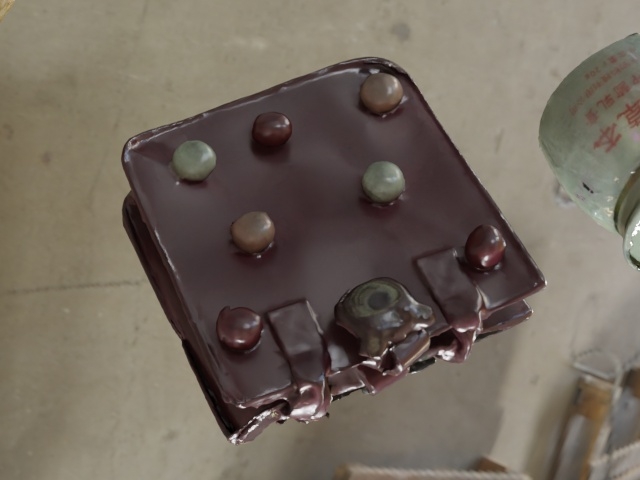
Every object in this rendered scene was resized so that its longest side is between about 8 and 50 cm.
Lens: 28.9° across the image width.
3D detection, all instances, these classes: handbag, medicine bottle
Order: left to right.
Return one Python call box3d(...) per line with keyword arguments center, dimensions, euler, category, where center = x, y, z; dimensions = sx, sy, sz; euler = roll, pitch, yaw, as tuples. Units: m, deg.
box3d(center=(0.000, -0.002, 0.747), dimensions=(0.203, 0.216, 0.074), euler=(-20, 147, -15), category="handbag")
box3d(center=(0.263, -0.067, 0.968), dimensions=(0.147, 0.143, 0.147), euler=(-19, 142, -16), category="medicine bottle")

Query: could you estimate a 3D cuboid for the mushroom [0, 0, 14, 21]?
box3d(center=(-0.268, -0.243, 0.775), dimensions=(0.123, 0.351, 0.095), euler=(15, 129, -35), category="mushroom")
